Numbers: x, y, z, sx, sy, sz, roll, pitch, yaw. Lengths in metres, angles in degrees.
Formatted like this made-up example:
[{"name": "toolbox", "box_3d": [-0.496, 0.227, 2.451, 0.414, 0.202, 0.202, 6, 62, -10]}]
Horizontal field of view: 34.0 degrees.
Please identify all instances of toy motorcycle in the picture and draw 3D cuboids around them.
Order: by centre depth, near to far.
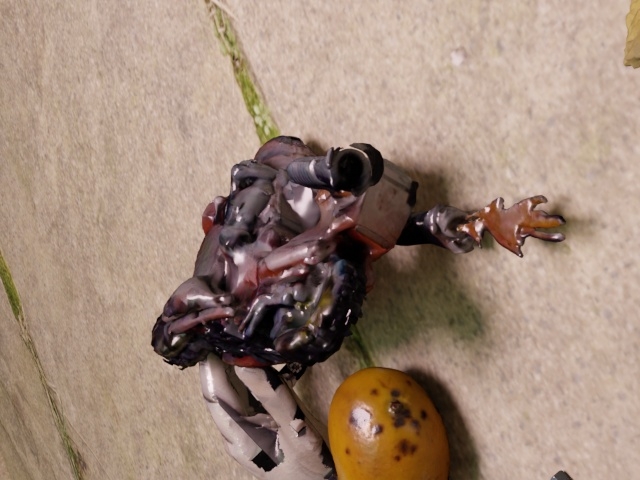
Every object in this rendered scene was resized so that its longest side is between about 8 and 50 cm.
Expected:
[{"name": "toy motorcycle", "box_3d": [0.000, 0.000, 0.781, 0.401, 0.134, 0.207, -12, 51, 58]}]

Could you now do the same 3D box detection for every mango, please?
[{"name": "mango", "box_3d": [0.055, 0.183, 0.844, 0.115, 0.090, 0.178, -133, 35, -53]}]

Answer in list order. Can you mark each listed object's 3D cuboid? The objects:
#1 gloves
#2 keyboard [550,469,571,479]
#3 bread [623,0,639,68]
[{"name": "gloves", "box_3d": [-0.048, 0.159, 0.950, 0.111, 0.127, 0.212, -43, 91, 15]}, {"name": "keyboard", "box_3d": [0.164, 0.243, 0.773, 0.055, 0.014, 0.176, 46, 140, 32]}, {"name": "bread", "box_3d": [0.224, -0.106, 0.435, 0.160, 0.169, 0.140, 33, 137, -14]}]
